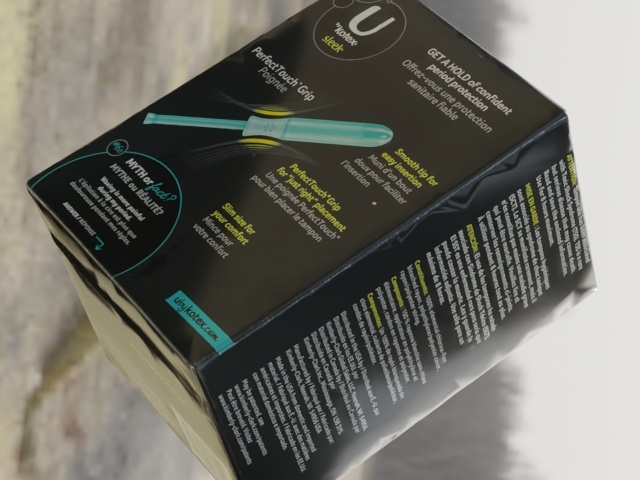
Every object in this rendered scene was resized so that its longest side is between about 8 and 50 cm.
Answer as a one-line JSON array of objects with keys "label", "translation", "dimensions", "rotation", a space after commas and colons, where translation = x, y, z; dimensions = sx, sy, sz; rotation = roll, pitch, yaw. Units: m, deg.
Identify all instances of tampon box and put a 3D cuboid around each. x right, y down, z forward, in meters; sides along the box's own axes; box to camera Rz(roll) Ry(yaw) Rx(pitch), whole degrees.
[{"label": "tampon box", "translation": [0.000, 0.000, 0.714], "dimensions": [0.120, 0.161, 0.101], "rotation": [44, -19, 39]}]
